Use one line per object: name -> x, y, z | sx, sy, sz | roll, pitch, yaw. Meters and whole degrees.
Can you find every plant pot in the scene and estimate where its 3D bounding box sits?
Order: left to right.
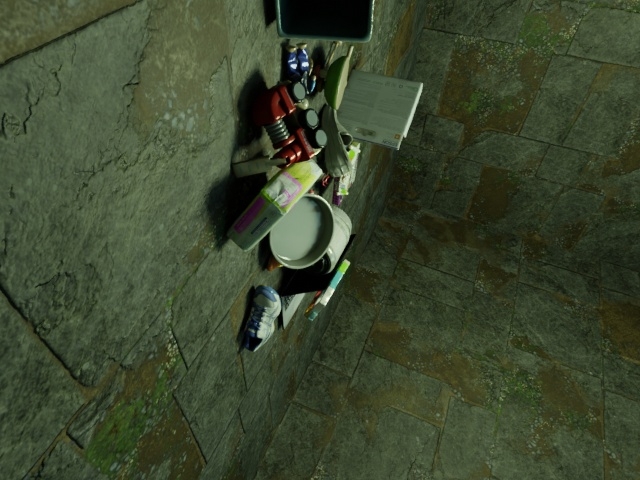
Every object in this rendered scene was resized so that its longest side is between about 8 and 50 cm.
plant pot -> 0.021, -0.695, 1.123 | 0.248, 0.247, 0.252 | 89, 7, -52

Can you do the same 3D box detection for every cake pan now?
cake pan -> -0.076, -0.038, 1.651 | 0.293, 0.054, 0.293 | -14, 115, -33

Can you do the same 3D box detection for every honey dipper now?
honey dipper -> 0.047, -0.691, 1.617 | 0.030, 0.030, 0.161 | 50, 61, -74

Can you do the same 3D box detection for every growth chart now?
growth chart -> 0.119, -0.306, 1.931 | 0.172, 0.021, 0.237 | -28, 137, -65

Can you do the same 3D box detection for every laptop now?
laptop -> -0.011, 0.201, 2.099 | 0.382, 0.236, 0.408 | -57, 157, -43

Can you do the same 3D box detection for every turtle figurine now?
turtle figurine -> -0.027, -0.280, 1.705 | 0.234, 0.118, 0.175 | -26, 133, -63

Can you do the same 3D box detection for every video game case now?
video game case -> 0.117, -0.313, 2.041 | 0.232, 0.041, 0.210 | 94, 22, -49

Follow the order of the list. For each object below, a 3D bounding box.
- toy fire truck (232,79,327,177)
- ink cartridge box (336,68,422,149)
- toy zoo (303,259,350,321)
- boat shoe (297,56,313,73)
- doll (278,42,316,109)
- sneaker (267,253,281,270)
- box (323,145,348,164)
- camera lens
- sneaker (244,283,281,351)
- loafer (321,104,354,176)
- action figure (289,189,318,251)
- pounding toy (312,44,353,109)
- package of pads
toy fire truck -> -0.135, -0.291, 1.214 | 0.246, 0.158, 0.217 | -47, 122, -36
ink cartridge box -> 0.235, -0.559, 1.891 | 0.071, 0.324, 0.330 | 52, 58, -71
toy zoo -> 0.017, 0.229, 1.902 | 0.293, 0.030, 0.192 | -56, -175, -34
boat shoe -> -0.067, -0.502, 1.380 | 0.152, 0.056, 0.049 | -64, -156, 15
doll -> -0.068, -0.489, 1.325 | 0.129, 0.046, 0.189 | -25, 130, -22
sneaker -> -0.158, 0.074, 1.737 | 0.175, 0.067, 0.064 | -45, 152, -58
box -> 0.071, -0.387, 2.003 | 0.137, 0.072, 0.126 | -52, 155, -51
camera lens -> 0.000, 0.000, 1.922 | 0.219, 0.219, 0.274 | 94, 20, -45
sneaker -> -0.229, 0.307, 1.675 | 0.131, 0.111, 0.297 | -52, 155, -52
loafer -> 0.070, -0.397, 1.717 | 0.112, 0.111, 0.320 | 48, 33, -67
action figure -> -0.088, -0.099, 1.726 | 0.139, 0.091, 0.280 | 98, 15, -67
pounding toy -> 0.034, -0.587, 1.575 | 0.183, 0.110, 0.237 | 100, 6, -47
package of pads -> -0.133, -0.125, 1.329 | 0.229, 0.101, 0.296 | -42, -171, 39
